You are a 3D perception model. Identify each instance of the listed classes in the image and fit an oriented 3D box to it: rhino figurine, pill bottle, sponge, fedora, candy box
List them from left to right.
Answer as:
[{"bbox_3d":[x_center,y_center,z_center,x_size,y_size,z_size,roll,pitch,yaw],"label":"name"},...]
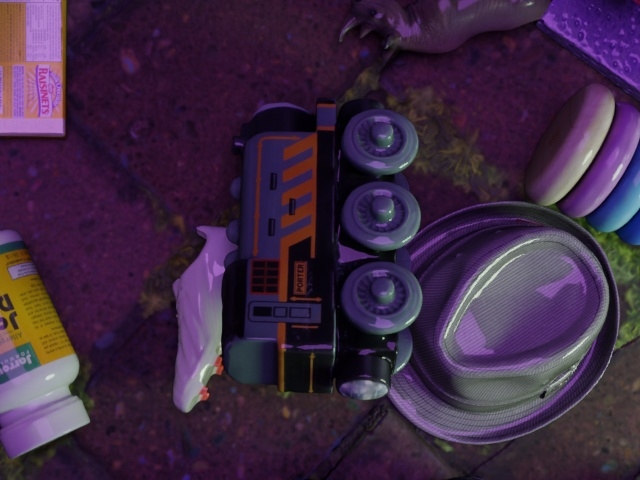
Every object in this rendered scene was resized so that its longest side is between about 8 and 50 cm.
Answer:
[{"bbox_3d":[-0.311,0.104,1.392,0.117,0.117,0.208,-24,86,-7],"label":"pill bottle"},{"bbox_3d":[-0.319,-0.209,1.474,0.105,0.027,0.206,0,84,-7],"label":"candy box"},{"bbox_3d":[0.133,-0.254,1.495,0.243,0.073,0.106,-19,82,-5],"label":"rhino figurine"},{"bbox_3d":[0.186,0.078,1.433,0.275,0.124,0.244,-25,85,-7],"label":"fedora"},{"bbox_3d":[0.352,-0.221,1.530,0.210,0.031,0.117,36,82,1],"label":"sponge"}]

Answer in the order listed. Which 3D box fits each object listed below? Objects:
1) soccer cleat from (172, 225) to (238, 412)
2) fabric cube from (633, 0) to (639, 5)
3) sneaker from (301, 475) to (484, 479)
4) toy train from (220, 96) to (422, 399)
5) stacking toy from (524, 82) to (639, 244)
[{"bbox_3d":[-0.123,0.079,1.441,0.076,0.068,0.196,18,75,2],"label":"soccer cleat"},{"bbox_3d":[0.334,-0.445,1.391,0.258,0.254,0.259,-39,65,-17],"label":"fabric cube"},{"bbox_3d":[0.106,0.285,1.426,0.283,0.107,0.124,26,71,-7],"label":"sneaker"},{"bbox_3d":[0.000,0.000,1.386,0.190,0.142,0.334,2,60,-2],"label":"toy train"},{"bbox_3d":[0.384,-0.027,1.464,0.330,0.141,0.141,30,82,-5],"label":"stacking toy"}]
